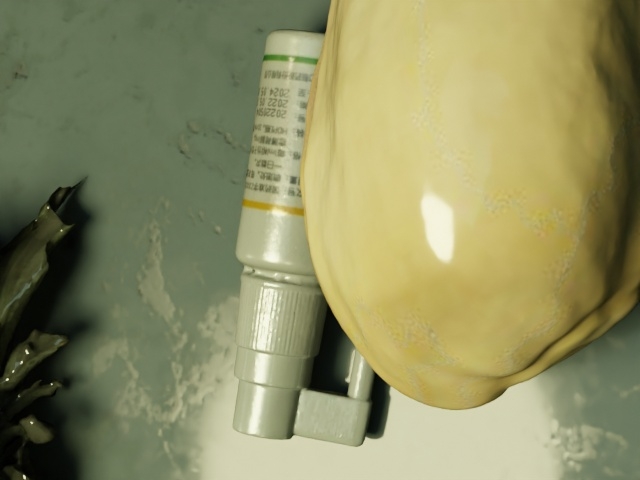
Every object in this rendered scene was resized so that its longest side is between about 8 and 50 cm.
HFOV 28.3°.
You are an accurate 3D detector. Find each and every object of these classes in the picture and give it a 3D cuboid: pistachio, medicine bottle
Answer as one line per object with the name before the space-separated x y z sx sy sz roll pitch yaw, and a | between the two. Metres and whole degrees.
pistachio | 0.077 -0.071 0.599 0.187 0.187 0.299 -3 79 21
medicine bottle | 0.000 0.000 0.697 0.092 0.061 0.221 9 93 2

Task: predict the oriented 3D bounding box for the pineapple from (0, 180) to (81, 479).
pineapple | -0.226 0.131 0.744 0.165 0.165 0.365 -4 78 21
